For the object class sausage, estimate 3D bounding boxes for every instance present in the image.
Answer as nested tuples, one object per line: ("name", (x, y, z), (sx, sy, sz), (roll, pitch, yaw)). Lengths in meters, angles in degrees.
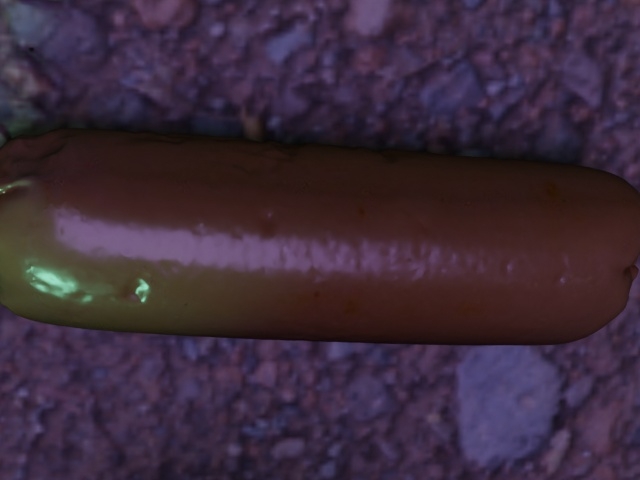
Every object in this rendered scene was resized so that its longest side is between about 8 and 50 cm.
("sausage", (-0.001, 0.001, 0.828), (0.289, 0.086, 0.086), (3, 106, -17))
